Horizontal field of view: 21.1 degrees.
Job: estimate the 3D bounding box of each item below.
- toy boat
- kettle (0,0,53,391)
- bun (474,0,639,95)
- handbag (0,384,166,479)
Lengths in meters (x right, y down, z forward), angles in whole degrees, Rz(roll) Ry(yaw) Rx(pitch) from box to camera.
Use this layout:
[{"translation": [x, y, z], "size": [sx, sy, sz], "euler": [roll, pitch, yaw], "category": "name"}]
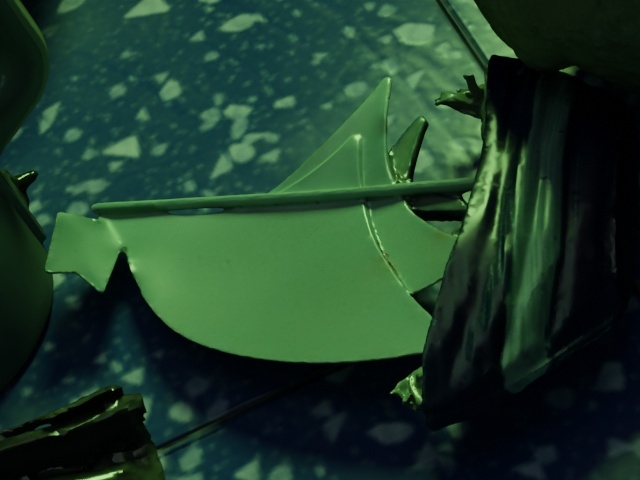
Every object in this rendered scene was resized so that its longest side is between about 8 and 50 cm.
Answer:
[{"translation": [0.021, -0.020, 0.811], "size": [0.291, 0.070, 0.210], "euler": [17, 53, 36], "category": "toy boat"}, {"translation": [-0.220, -0.048, 0.803], "size": [0.210, 0.243, 0.160], "euler": [-34, 47, -13], "category": "kettle"}, {"translation": [0.167, -0.155, 0.803], "size": [0.259, 0.152, 0.259], "euler": [2, 44, -2], "category": "bun"}, {"translation": [-0.151, 0.242, 0.588], "size": [0.327, 0.162, 0.325], "euler": [-24, 49, -11], "category": "handbag"}]
